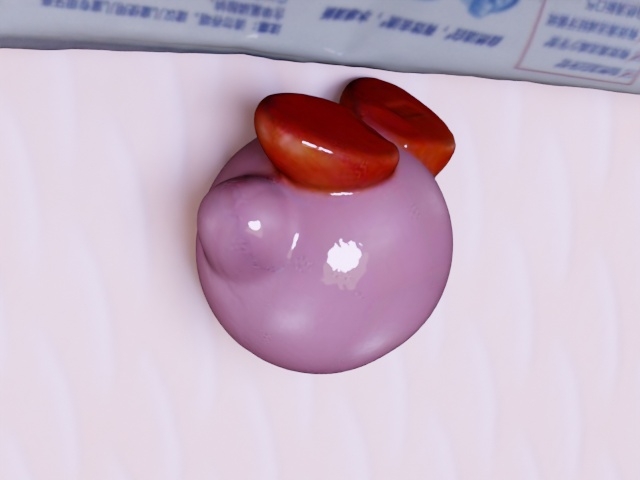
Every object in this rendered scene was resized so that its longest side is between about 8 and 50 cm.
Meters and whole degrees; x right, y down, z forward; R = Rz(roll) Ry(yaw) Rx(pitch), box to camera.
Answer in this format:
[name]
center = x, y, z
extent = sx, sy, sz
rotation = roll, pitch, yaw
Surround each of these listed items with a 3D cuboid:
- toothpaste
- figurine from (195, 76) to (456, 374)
[toothpaste]
center = 0.033, -0.070, 0.473
extent = 0.268, 0.047, 0.069
rotation = 6, 124, -19
[figurine]
center = 0.000, 0.000, 0.474
extent = 0.083, 0.067, 0.071
rotation = 2, 123, -51
